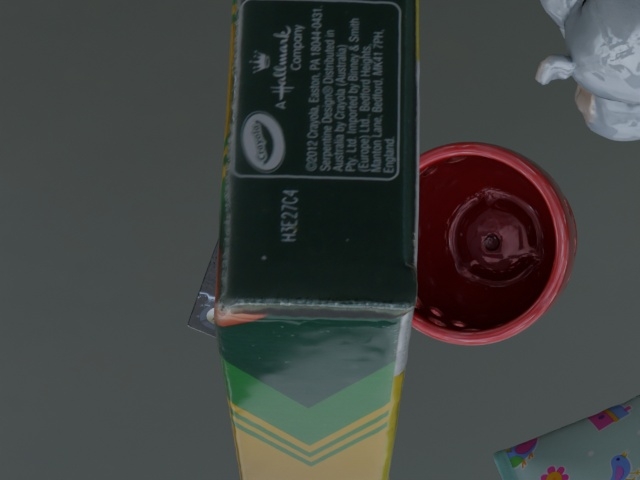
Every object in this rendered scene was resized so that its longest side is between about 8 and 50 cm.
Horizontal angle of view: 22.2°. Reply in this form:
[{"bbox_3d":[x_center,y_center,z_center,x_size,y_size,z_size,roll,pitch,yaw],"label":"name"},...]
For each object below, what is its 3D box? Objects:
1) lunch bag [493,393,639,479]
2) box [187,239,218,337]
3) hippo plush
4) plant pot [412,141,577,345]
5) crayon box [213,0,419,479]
[{"bbox_3d":[0.277,0.242,1.186,0.223,0.262,0.160,-26,136,6],"label":"lunch bag"},{"bbox_3d":[-0.051,-0.008,1.573,0.077,0.147,0.180,22,123,0],"label":"box"},{"bbox_3d":[0.256,-0.160,1.334,0.236,0.294,0.234,1,159,-45],"label":"hippo plush"},{"bbox_3d":[0.160,0.001,1.584,0.191,0.191,0.174,-6,179,19],"label":"plant pot"},{"bbox_3d":[0.000,0.000,0.789,0.081,0.202,0.318,1,156,1],"label":"crayon box"}]
